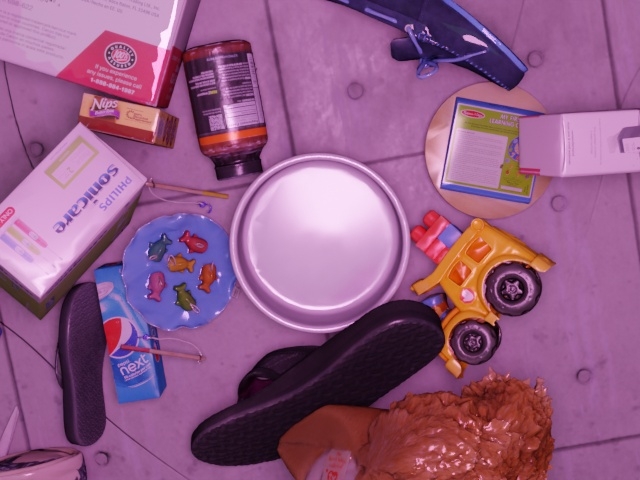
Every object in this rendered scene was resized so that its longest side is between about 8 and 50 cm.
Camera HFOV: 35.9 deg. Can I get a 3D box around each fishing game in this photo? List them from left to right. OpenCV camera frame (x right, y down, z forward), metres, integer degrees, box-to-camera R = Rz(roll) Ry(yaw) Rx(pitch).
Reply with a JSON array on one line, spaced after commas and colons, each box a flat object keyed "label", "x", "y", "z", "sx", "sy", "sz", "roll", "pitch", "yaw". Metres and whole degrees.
[{"label": "fishing game", "x": -0.204, "y": 0.049, "z": 1.484, "sx": 0.189, "sy": 0.041, "sz": 0.264, "roll": 13, "pitch": 86, "yaw": -27}]

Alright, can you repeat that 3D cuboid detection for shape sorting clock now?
[{"label": "shape sorting clock", "x": 0.258, "y": -0.136, "z": 1.493, "sx": 0.206, "sy": 0.040, "sz": 0.206, "roll": -1, "pitch": 97, "yaw": -6}]

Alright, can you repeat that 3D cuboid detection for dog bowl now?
[{"label": "dog bowl", "x": 0.000, "y": 0.000, "z": 1.479, "sx": 0.265, "sy": 0.104, "sz": 0.265, "roll": 0, "pitch": 96, "yaw": 1}]

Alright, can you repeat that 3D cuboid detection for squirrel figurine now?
[{"label": "squirrel figurine", "x": 0.182, "y": 0.365, "z": 1.394, "sx": 0.370, "sy": 0.281, "sz": 0.397, "roll": 25, "pitch": 124, "yaw": -29}]

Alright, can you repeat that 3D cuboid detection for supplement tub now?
[{"label": "supplement tub", "x": -0.137, "y": -0.191, "z": 1.459, "sx": 0.106, "sy": 0.106, "sz": 0.198, "roll": -9, "pitch": 97, "yaw": 2}]

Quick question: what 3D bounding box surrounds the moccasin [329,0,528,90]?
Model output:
[{"label": "moccasin", "x": 0.140, "y": -0.311, "z": 1.446, "sx": 0.342, "sy": 0.138, "sz": 0.117, "roll": 37, "pitch": 100, "yaw": 11}]

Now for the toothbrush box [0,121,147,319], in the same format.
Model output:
[{"label": "toothbrush box", "x": -0.361, "y": -0.016, "z": 1.364, "sx": 0.122, "sy": 0.283, "sz": 0.206, "roll": 41, "pitch": 73, "yaw": -6}]

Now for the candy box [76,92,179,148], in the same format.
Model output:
[{"label": "candy box", "x": -0.272, "y": -0.169, "z": 1.421, "sx": 0.109, "sy": 0.186, "sz": 0.053, "roll": 12, "pitch": 94, "yaw": 0}]

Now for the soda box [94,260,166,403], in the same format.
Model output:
[{"label": "soda box", "x": -0.290, "y": 0.137, "z": 1.513, "sx": 0.067, "sy": 0.071, "sz": 0.210, "roll": -10, "pitch": 96, "yaw": 1}]

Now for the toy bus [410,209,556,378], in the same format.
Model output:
[{"label": "toy bus", "x": 0.210, "y": 0.065, "z": 1.474, "sx": 0.211, "sy": 0.149, "sz": 0.220, "roll": 38, "pitch": 98, "yaw": 10}]

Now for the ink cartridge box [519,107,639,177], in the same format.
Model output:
[{"label": "ink cartridge box", "x": 0.414, "y": -0.142, "z": 1.414, "sx": 0.218, "sy": 0.158, "sz": 0.092, "roll": -3, "pitch": 96, "yaw": -11}]

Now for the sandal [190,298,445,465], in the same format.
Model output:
[{"label": "sandal", "x": -0.009, "y": 0.209, "z": 1.481, "sx": 0.446, "sy": 0.107, "sz": 0.167, "roll": -34, "pitch": 134, "yaw": 21}]

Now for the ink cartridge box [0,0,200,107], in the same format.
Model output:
[{"label": "ink cartridge box", "x": -0.302, "y": -0.411, "z": 1.407, "sx": 0.279, "sy": 0.160, "sz": 0.384, "roll": 18, "pitch": 96, "yaw": -2}]

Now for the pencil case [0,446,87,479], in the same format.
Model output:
[{"label": "pencil case", "x": -0.418, "y": 0.510, "z": 1.510, "sx": 0.183, "sy": 0.160, "sz": 0.410, "roll": -13, "pitch": 97, "yaw": -23}]

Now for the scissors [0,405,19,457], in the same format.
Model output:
[{"label": "scissors", "x": -0.538, "y": 0.404, "z": 1.570, "sx": 0.109, "sy": 0.021, "sz": 0.297, "roll": 5, "pitch": 98, "yaw": 1}]

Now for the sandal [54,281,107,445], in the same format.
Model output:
[{"label": "sandal", "x": -0.376, "y": 0.190, "z": 1.515, "sx": 0.054, "sy": 0.097, "sz": 0.254, "roll": 6, "pitch": 96, "yaw": 27}]

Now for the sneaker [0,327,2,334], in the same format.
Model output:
[{"label": "sneaker", "x": -0.533, "y": 0.021, "z": 1.501, "sx": 0.131, "sy": 0.112, "sz": 0.296, "roll": 4, "pitch": 98, "yaw": -17}]
